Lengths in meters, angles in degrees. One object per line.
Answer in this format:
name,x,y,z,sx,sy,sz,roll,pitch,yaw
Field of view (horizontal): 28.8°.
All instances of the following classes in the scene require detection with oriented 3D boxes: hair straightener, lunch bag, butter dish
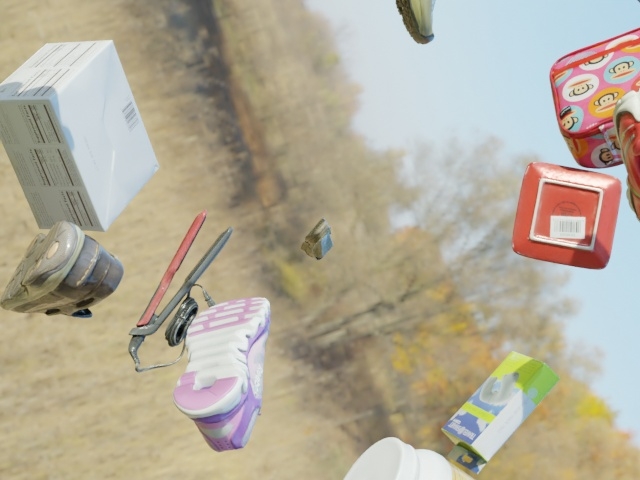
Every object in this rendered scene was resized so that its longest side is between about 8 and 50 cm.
hair straightener,-0.173,0.077,1.629,0.089,0.230,0.047,31,-18,-10
lunch bag,0.529,-0.260,2.050,0.120,0.293,0.258,56,24,-36
butter dish,0.401,-0.035,2.056,0.118,0.160,0.159,54,48,-80

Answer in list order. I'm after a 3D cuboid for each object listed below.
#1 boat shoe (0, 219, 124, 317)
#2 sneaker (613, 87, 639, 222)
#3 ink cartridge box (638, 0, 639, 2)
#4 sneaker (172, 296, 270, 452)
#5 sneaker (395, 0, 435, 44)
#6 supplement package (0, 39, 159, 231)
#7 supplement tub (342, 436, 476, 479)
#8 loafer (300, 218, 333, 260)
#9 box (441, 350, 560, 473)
boat shoe,-0.383,0.067,1.853,0.130,0.132,0.355,32,-16,-16
sneaker,0.415,-0.056,1.495,0.279,0.107,0.118,53,25,-39
ink cartridge box,0.286,-0.279,1.122,0.207,0.046,0.097,40,-14,-17
sneaker,-0.102,0.155,1.432,0.236,0.095,0.104,-76,149,-58
sneaker,0.207,-0.499,1.902,0.158,0.182,0.410,66,29,-83
supplement package,-0.419,-0.179,2.135,0.204,0.145,0.261,-57,141,-46
supplement tub,0.123,0.312,1.325,0.200,0.144,0.144,36,12,-15
loafer,0.000,0.000,2.379,0.050,0.056,0.148,40,-14,2
box,0.247,0.241,1.766,0.042,0.178,0.109,46,-10,-15
